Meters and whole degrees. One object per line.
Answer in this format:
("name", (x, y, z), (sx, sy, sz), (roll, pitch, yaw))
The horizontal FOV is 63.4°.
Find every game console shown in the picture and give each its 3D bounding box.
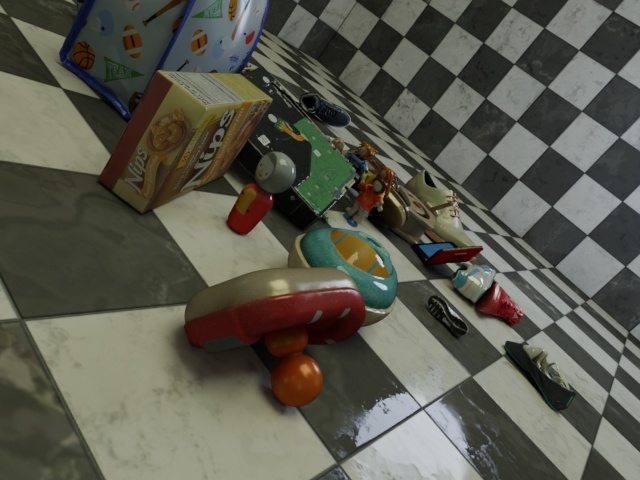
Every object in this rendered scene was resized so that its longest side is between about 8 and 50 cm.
("game console", (0.344, 0.017, 1.414), (0.144, 0.124, 0.085), (-4, 65, -22))

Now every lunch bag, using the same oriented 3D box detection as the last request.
("lunch bag", (-0.269, -0.451, 1.023), (0.239, 0.385, 0.328), (40, 21, 3))

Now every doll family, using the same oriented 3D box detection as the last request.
("doll family", (0.094, -0.162, 1.329), (0.263, 0.163, 0.118), (49, 23, 26))

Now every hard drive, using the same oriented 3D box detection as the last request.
("hard drive", (-0.083, -0.205, 1.110), (0.339, 0.064, 0.237), (46, 39, -4))

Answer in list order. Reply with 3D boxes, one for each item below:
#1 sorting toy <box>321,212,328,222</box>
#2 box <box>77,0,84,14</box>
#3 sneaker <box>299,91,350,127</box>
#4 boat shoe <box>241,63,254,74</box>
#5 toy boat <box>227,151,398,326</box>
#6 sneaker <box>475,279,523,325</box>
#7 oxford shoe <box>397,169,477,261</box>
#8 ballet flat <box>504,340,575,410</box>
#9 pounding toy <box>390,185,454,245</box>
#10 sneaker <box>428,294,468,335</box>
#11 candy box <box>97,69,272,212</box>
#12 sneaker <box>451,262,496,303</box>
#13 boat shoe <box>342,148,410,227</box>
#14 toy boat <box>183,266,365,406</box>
("sorting toy", (-0.006, -0.070, 1.185), (0.083, 0.012, 0.062), (43, 20, 14))
("box", (-0.440, -0.544, 1.262), (0.175, 0.051, 0.220), (23, 30, 21))
("sneaker", (0.017, -0.507, 2.025), (0.226, 0.086, 0.163), (25, 11, -6))
("boat shoe", (-0.250, -0.496, 1.479), (0.324, 0.097, 0.117), (62, 13, 20))
("toy boat", (0.000, 0.000, 0.837), (0.318, 0.148, 0.267), (39, 16, 5))
("sneaker", (0.496, 0.176, 1.397), (0.128, 0.087, 0.221), (41, 22, 10))
("oxford shoe", (0.402, -0.091, 1.716), (0.141, 0.146, 0.397), (16, 30, -47))
("ballet flat", (0.507, 0.292, 1.190), (0.074, 0.074, 0.203), (23, 25, -35))
("pounding toy", (0.288, -0.104, 1.541), (0.154, 0.155, 0.269), (43, 21, 3))
("sneaker", (0.276, 0.165, 1.131), (0.109, 0.040, 0.044), (50, 7, 20))
("candy box", (-0.198, -0.171, 0.834), (0.088, 0.182, 0.316), (37, 20, -2))
("sneaker", (0.422, 0.099, 1.438), (0.092, 0.087, 0.229), (38, 18, 12))
("boat shoe", (0.167, -0.167, 1.471), (0.123, 0.123, 0.342), (-21, 43, -16))
("toy boat", (-0.037, 0.116, 0.604), (0.231, 0.151, 0.151), (3, 70, -56))
